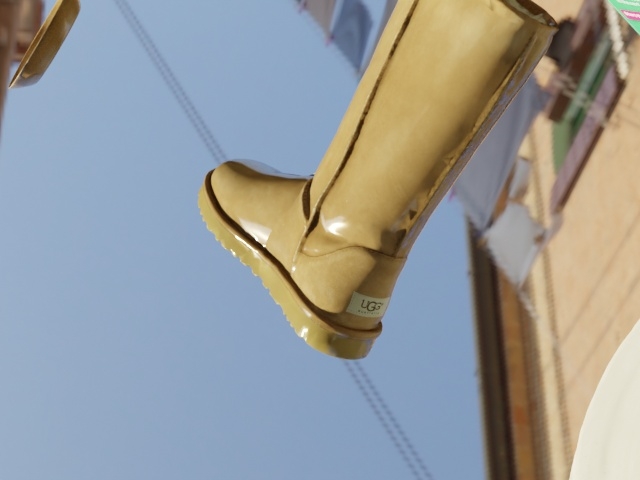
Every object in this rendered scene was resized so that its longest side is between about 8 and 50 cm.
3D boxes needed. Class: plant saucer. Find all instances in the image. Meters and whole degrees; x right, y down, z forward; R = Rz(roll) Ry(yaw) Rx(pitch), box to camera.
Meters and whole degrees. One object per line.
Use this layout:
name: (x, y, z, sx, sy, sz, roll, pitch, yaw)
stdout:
plant saucer: (-0.180, -0.133, 0.903, 0.015, 0.083, 0.083, 30, -131, -17)

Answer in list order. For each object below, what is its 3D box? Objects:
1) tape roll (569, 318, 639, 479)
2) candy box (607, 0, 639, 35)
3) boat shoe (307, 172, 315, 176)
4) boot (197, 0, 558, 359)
tape roll: (0.283, 0.136, 0.783, 0.100, 0.286, 0.286, 29, -136, -33)
candy box: (0.325, -0.305, 1.108, 0.317, 0.122, 0.268, 37, -97, -27)
boat shoe: (0.000, 0.000, 1.212, 0.038, 0.046, 0.125, -9, -99, -22)
boot: (0.032, -0.084, 0.968, 0.089, 0.270, 0.236, 7, -151, -41)
